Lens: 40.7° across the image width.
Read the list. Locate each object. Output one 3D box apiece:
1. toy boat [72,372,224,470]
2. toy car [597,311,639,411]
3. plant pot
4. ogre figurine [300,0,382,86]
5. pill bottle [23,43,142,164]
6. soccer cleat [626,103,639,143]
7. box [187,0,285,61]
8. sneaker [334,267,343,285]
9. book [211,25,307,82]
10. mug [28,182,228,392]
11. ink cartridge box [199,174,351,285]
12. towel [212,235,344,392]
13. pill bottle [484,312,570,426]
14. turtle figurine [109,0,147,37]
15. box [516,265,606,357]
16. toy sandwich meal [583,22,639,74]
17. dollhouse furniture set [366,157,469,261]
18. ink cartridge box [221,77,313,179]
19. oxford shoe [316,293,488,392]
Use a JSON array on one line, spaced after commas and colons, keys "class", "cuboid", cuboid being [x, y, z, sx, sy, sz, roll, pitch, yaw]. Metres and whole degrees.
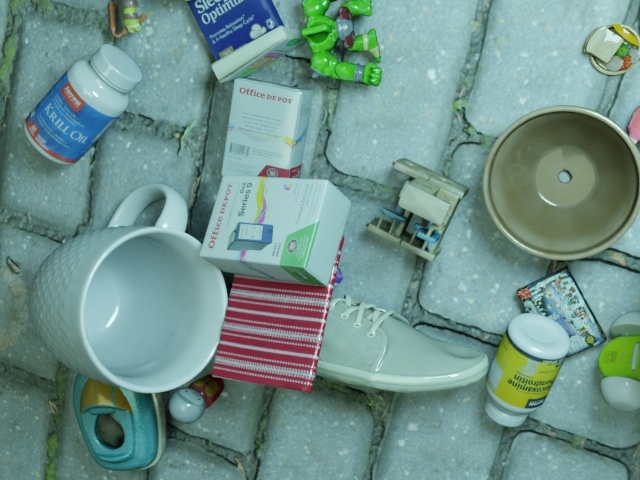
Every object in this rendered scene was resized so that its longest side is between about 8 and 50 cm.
[{"class": "toy boat", "cuboid": [-0.346, 0.317, 1.660, 0.318, 0.148, 0.267, -13, 96, 21]}, {"class": "toy car", "cuboid": [0.533, 0.202, 1.347, 0.182, 0.159, 0.136, -5, 144, 39]}, {"class": "plant pot", "cuboid": [0.379, -0.095, 1.346, 0.237, 0.110, 0.237, 4, 103, 18]}, {"class": "ogre figurine", "cuboid": [0.032, -0.349, 1.421, 0.118, 0.097, 0.197, -8, 110, 9]}, {"class": "pill bottle", "cuboid": [-0.433, -0.252, 1.584, 0.221, 0.124, 0.124, -42, 86, 22]}, {"class": "soccer cleat", "cuboid": [0.579, -0.131, 1.288, 0.248, 0.083, 0.095, 34, 105, 12]}, {"class": "box", "cuboid": [-0.164, -0.427, 1.504, 0.136, 0.036, 0.225, -26, 91, 22]}, {"class": "sneaker", "cuboid": [0.000, 0.000, 1.521, 0.071, 0.068, 0.169, -25, 92, 16]}, {"class": "book", "cuboid": [-0.102, -0.318, 1.472, 0.144, 0.096, 0.035, -27, 88, 23]}, {"class": "mug", "cuboid": [-0.353, 0.068, 1.550, 0.328, 0.276, 0.374, 1, 67, 50]}, {"class": "ink cartridge box", "cuboid": [-0.077, -0.020, 1.433, 0.213, 0.093, 0.154, 6, 72, 32]}, {"class": "towel", "cuboid": [-0.070, 0.109, 1.453, 0.199, 0.031, 0.274, 3, 73, 30]}, {"class": "pill bottle", "cuboid": [0.332, 0.217, 1.417, 0.103, 0.103, 0.184, 23, 126, 13]}, {"class": "turtle figurine", "cuboid": [-0.312, -0.487, 1.491, 0.217, 0.087, 0.269, 11, 102, 31]}, {"class": "box", "cuboid": [0.398, 0.123, 1.428, 0.094, 0.027, 0.137, -29, 91, 23]}, {"class": "toy sandwich meal", "cuboid": [0.449, -0.295, 1.322, 0.086, 0.029, 0.085, 4, 102, 18]}, {"class": "dollhouse furniture set", "cuboid": [0.143, -0.043, 1.397, 0.129, 0.184, 0.129, 26, 109, 12]}, {"class": "ink cartridge box", "cuboid": [-0.092, -0.188, 1.507, 0.128, 0.072, 0.175, 14, 105, 15]}, {"class": "oxford shoe", "cuboid": [0.064, 0.164, 1.484, 0.450, 0.169, 0.130, 9, 102, 22]}]
